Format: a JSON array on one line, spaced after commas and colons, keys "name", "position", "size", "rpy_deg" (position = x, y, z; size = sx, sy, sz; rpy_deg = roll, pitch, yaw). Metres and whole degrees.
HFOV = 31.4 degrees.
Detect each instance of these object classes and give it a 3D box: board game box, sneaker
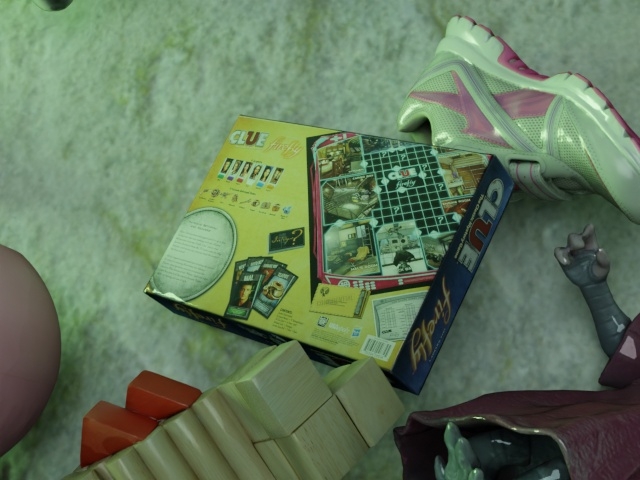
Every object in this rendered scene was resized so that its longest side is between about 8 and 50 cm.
[{"name": "board game box", "position": [0.000, 0.000, 0.819], "size": [0.243, 0.042, 0.165], "rpy_deg": [14, 71, 40]}, {"name": "sneaker", "position": [0.150, -0.066, 0.830], "size": [0.111, 0.103, 0.252], "rpy_deg": [-51, 41, 3]}]

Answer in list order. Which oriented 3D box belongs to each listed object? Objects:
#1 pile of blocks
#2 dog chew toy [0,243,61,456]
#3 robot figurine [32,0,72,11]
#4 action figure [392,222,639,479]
[{"name": "pile of blocks", "position": [-0.129, 0.156, 0.717], "size": [0.362, 0.149, 0.112], "rpy_deg": [-33, 98, -3]}, {"name": "dog chew toy", "position": [-0.308, 0.152, 0.784], "size": [0.206, 0.206, 0.332], "rpy_deg": [13, 80, 12]}, {"name": "robot figurine", "position": [-0.274, -0.364, 0.961], "size": [0.300, 0.200, 0.353], "rpy_deg": [-28, 69, -4]}, {"name": "action figure", "position": [0.234, 0.135, 0.712], "size": [0.370, 0.248, 0.275], "rpy_deg": [-13, 102, -22]}]
